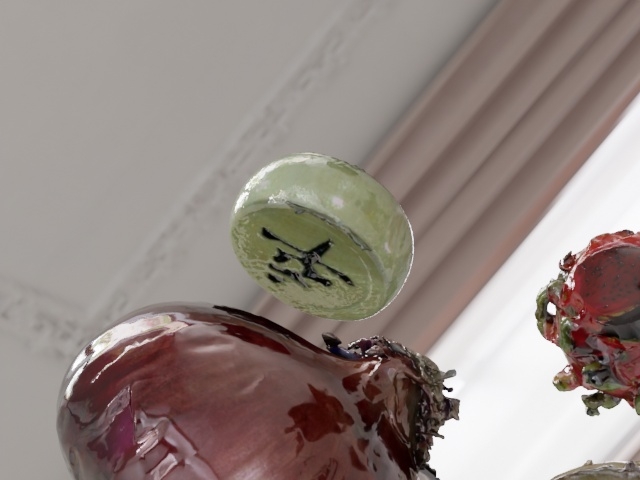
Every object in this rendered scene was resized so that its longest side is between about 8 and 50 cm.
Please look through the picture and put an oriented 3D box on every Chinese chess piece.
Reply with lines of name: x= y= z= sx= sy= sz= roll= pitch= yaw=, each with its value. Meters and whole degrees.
Chinese chess piece: x=0.000 y=0.000 z=1.518 sx=0.188 sy=0.083 sz=0.188 roll=18 pitch=143 yaw=14

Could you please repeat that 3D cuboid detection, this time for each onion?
onion: x=-0.026 y=0.168 z=1.132 sx=0.348 sy=0.285 sz=0.347 roll=53 pitch=178 yaw=3

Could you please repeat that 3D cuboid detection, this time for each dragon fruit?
dragon fruit: x=0.282 y=0.088 z=1.410 sx=0.160 sy=0.166 sz=0.172 roll=16 pitch=148 yaw=35

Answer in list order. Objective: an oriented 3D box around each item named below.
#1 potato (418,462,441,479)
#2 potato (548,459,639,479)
potato: x=-0.014 y=0.312 z=1.712 sx=0.266 sy=0.229 sz=0.229 roll=10 pitch=167 yaw=39
potato: x=0.416 y=0.470 z=1.956 sx=0.442 sy=0.386 sz=0.319 roll=-1 pitch=175 yaw=23
